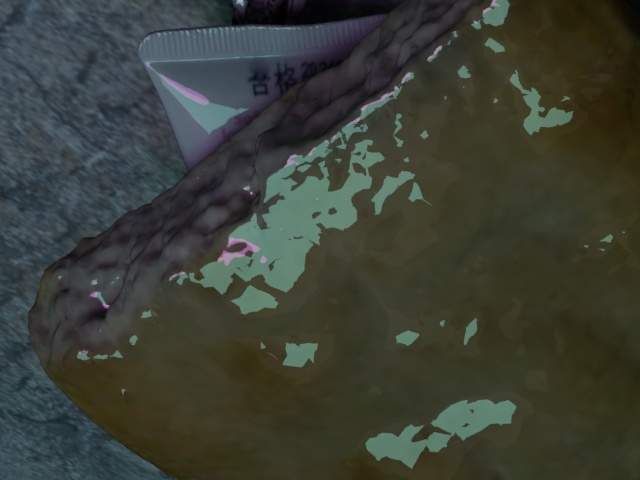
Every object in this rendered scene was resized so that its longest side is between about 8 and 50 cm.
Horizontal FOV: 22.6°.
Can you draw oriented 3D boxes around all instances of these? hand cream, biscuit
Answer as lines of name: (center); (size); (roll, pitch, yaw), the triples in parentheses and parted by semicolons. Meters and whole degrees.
hand cream: (0.000, 0.000, 1.058); (0.186, 0.118, 0.358); (-2, 132, 6)
biscuit: (0.076, 0.072, 0.984); (0.429, 0.104, 0.446); (-30, 120, 21)

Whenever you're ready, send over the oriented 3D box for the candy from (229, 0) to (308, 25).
candy: (-0.096, -0.200, 0.939); (0.226, 0.051, 0.094); (41, 139, -13)
